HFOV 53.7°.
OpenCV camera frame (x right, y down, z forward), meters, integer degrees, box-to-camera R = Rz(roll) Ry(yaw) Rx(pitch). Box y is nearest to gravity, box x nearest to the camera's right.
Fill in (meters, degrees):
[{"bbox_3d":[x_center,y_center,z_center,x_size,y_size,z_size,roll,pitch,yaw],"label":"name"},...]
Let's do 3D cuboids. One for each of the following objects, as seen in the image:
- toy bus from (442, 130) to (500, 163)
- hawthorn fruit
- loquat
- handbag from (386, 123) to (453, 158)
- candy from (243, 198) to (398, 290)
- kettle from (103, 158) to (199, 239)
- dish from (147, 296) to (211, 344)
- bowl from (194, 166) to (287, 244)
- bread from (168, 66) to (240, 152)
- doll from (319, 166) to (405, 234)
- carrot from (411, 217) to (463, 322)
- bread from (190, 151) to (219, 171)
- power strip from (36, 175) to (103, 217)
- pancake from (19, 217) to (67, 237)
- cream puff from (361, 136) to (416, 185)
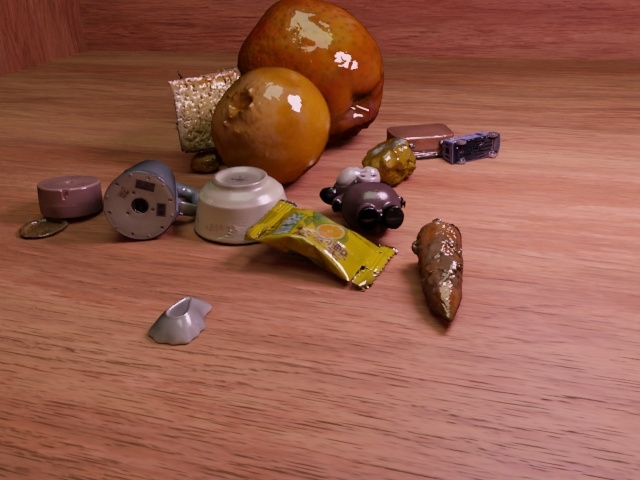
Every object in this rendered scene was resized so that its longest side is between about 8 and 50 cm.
[{"bbox_3d":[0.444,-0.277,1.853,0.167,0.073,0.076,-14,26,-20],"label":"toy bus"},{"bbox_3d":[-0.020,-0.499,1.961,0.472,0.472,0.472,-2,26,1],"label":"hawthorn fruit"},{"bbox_3d":[-0.127,-0.300,1.683,0.328,0.328,0.328,-2,26,1],"label":"loquat"},{"bbox_3d":[0.305,-0.300,1.918,0.193,0.072,0.151,-5,26,-10],"label":"handbag"},{"bbox_3d":[0.000,0.000,1.321,0.297,0.081,0.187,20,34,18],"label":"candy"},{"bbox_3d":[-0.391,-0.111,1.530,0.210,0.160,0.243,12,18,-10],"label":"kettle"},{"bbox_3d":[-0.245,0.130,1.128,0.091,0.039,0.137,7,29,19],"label":"dish"},{"bbox_3d":[-0.183,-0.094,1.483,0.238,0.126,0.238,0,27,0],"label":"bowl"},{"bbox_3d":[-0.391,-0.397,1.935,0.279,0.248,0.315,-20,15,-40],"label":"bread"},{"bbox_3d":[0.102,-0.091,1.458,0.182,0.117,0.257,-1,26,-11],"label":"doll"},{"bbox_3d":[0.229,0.065,1.183,0.102,0.102,0.263,1,34,6],"label":"carrot"},{"bbox_3d":[-0.339,-0.227,1.848,0.083,0.046,0.081,-7,28,-12],"label":"bread"},{"bbox_3d":[-0.628,-0.112,1.592,0.154,0.078,0.154,-1,19,0],"label":"power strip"},{"bbox_3d":[-0.665,-0.031,1.520,0.115,0.011,0.115,-2,28,1],"label":"pancake"},{"bbox_3d":[0.189,-0.202,1.698,0.146,0.116,0.146,-29,25,15],"label":"cream puff"}]
